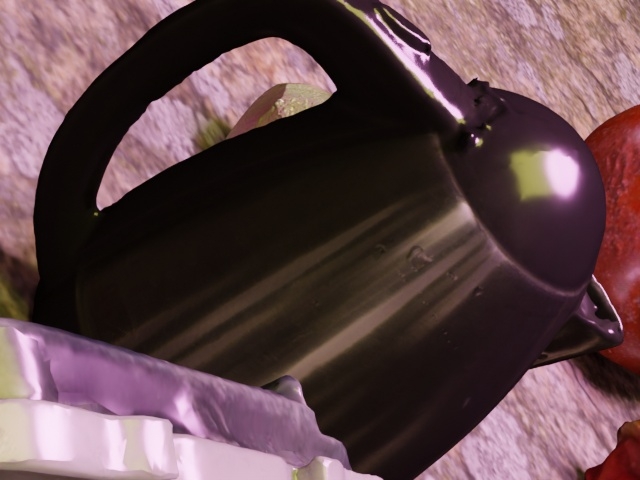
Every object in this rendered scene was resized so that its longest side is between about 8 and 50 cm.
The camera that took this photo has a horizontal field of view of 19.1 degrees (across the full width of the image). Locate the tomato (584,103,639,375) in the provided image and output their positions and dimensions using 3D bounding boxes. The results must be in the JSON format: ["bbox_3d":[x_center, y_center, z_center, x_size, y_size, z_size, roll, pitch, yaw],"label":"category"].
[{"bbox_3d":[0.277,0.003,1.477,0.232,0.188,0.232,-1,90,-76],"label":"tomato"}]

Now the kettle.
[{"bbox_3d":[0.011,0.005,0.944,0.251,0.271,0.207,61,27,6],"label":"kettle"}]

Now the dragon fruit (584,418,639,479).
[{"bbox_3d":[0.358,0.209,1.315,0.302,0.330,0.240,55,5,2],"label":"dragon fruit"}]

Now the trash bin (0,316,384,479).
[{"bbox_3d":[-0.110,0.220,0.550,0.296,0.256,0.367,26,47,-59],"label":"trash bin"}]

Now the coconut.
[{"bbox_3d":[-0.013,-0.057,1.179,0.081,0.082,0.083,8,56,-51],"label":"coconut"}]
